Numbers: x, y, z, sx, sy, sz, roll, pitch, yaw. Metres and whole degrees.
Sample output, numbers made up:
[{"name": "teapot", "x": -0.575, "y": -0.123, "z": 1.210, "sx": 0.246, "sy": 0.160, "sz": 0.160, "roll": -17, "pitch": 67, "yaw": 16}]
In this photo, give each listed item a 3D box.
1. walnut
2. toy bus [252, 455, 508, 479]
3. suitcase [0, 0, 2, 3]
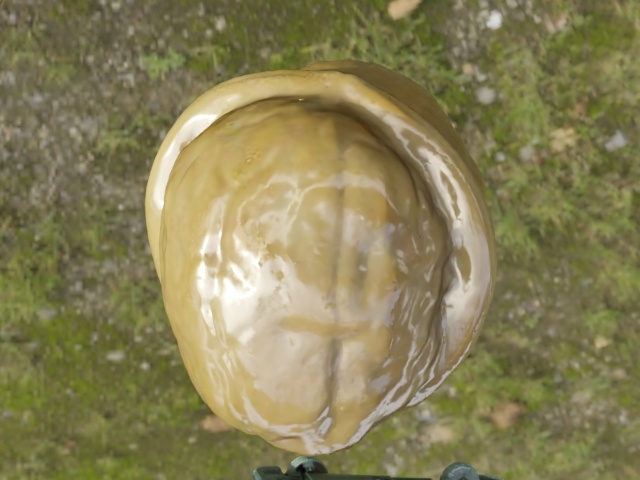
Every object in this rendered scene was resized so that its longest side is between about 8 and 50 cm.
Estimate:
[{"name": "walnut", "x": 0.000, "y": 0.000, "z": 0.960, "sx": 0.285, "sy": 0.296, "sz": 0.285, "roll": 10, "pitch": 115, "yaw": 22}, {"name": "toy bus", "x": 0.070, "y": 0.272, "z": 1.156, "sx": 0.265, "sy": 0.121, "sz": 0.120, "roll": 6, "pitch": 97, "yaw": -18}, {"name": "suitcase", "x": -0.258, "y": -0.198, "z": 0.681, "sx": 0.234, "sy": 0.194, "sz": 0.143, "roll": -13, "pitch": 132, "yaw": 1}]
